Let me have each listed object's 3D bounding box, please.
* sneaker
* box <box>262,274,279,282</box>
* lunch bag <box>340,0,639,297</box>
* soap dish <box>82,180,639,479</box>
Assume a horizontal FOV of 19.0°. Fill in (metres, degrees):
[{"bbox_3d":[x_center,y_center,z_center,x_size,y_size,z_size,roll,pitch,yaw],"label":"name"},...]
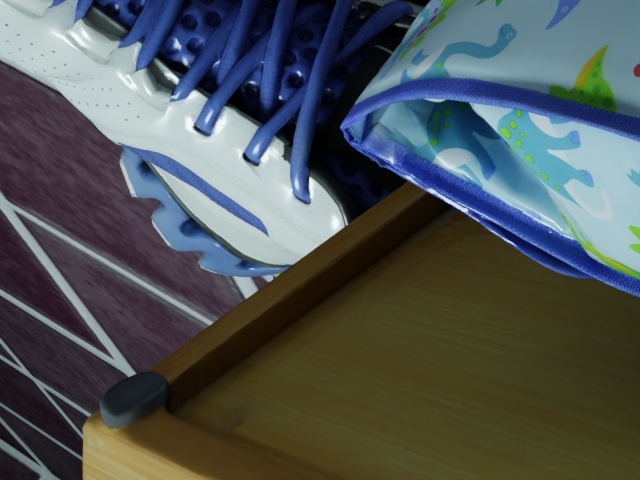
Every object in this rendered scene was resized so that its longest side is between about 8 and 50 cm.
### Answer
[{"bbox_3d":[-0.038,-0.083,0.730,0.182,0.127,0.315,12,157,49],"label":"sneaker"},{"bbox_3d":[0.000,0.000,0.949,0.169,0.059,0.054,42,162,-15],"label":"box"},{"bbox_3d":[0.091,-0.056,0.486,0.151,0.129,0.096,20,156,44],"label":"lunch bag"},{"bbox_3d":[0.076,0.069,0.568,0.291,0.229,0.118,15,134,54],"label":"soap dish"}]
